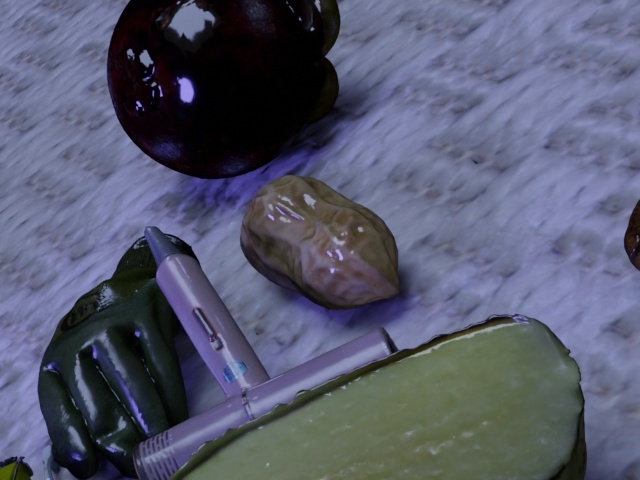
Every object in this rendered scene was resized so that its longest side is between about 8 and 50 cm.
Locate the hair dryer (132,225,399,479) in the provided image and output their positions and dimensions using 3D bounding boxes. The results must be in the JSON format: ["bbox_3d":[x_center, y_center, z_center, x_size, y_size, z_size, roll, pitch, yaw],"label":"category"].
[{"bbox_3d":[-0.052,0.059,1.350,0.195,0.054,0.220,-25,51,8],"label":"hair dryer"}]

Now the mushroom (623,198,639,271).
[{"bbox_3d":[0.254,-0.009,1.230,0.123,0.052,0.123,-23,35,17],"label":"mushroom"}]

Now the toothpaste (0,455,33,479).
[{"bbox_3d":[-0.316,0.260,1.291,0.327,0.110,0.077,-23,26,16],"label":"toothpaste"}]

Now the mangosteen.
[{"bbox_3d":[-0.089,-0.151,1.697,0.210,0.210,0.210,-24,27,13],"label":"mangosteen"}]

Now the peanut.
[{"bbox_3d":[0.000,0.000,1.440,0.083,0.093,0.194,-25,21,-21],"label":"peanut"}]

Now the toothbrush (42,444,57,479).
[{"bbox_3d":[-0.195,0.195,1.384,0.014,0.017,0.162,-28,26,6],"label":"toothbrush"}]

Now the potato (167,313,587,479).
[{"bbox_3d":[0.038,0.163,1.091,0.271,0.111,0.160,-25,39,-5],"label":"potato"}]

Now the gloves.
[{"bbox_3d":[-0.151,0.085,1.444,0.135,0.107,0.268,-53,17,29],"label":"gloves"}]
